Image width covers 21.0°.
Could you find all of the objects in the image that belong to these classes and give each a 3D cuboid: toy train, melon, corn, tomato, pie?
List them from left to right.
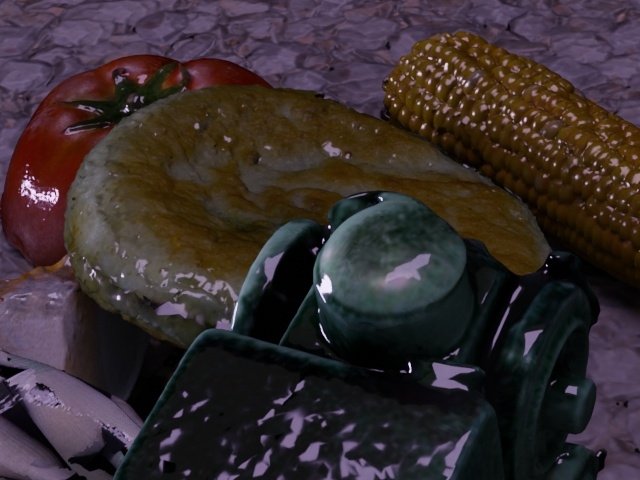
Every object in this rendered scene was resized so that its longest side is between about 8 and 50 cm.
[{"bbox_3d":[-0.175,0.077,0.993,0.203,0.093,0.139,-17,44,-18],"label":"melon"},{"bbox_3d":[-0.121,-0.062,1.190,0.225,0.085,0.225,-3,38,3],"label":"tomato"},{"bbox_3d":[0.000,0.000,1.032,0.323,0.070,0.323,15,30,-9],"label":"pie"},{"bbox_3d":[0.021,0.129,0.744,0.167,0.299,0.238,13,52,23],"label":"toy train"},{"bbox_3d":[0.165,-0.047,1.138,0.102,0.102,0.313,-26,46,-29],"label":"corn"}]

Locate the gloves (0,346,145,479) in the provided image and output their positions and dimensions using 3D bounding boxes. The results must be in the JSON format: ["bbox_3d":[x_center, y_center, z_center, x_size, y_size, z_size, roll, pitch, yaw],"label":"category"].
[{"bbox_3d":[-0.126,0.152,0.880,0.128,0.111,0.212,-29,72,-39],"label":"gloves"}]

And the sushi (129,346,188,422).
[{"bbox_3d":[-0.026,0.093,0.999,0.193,0.040,0.210,15,39,22],"label":"sushi"}]
